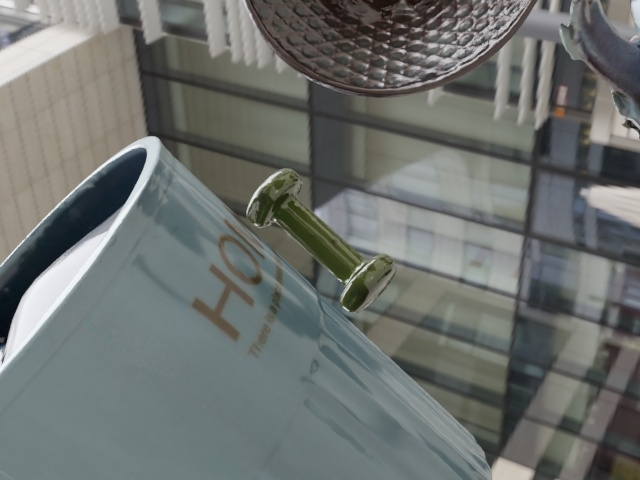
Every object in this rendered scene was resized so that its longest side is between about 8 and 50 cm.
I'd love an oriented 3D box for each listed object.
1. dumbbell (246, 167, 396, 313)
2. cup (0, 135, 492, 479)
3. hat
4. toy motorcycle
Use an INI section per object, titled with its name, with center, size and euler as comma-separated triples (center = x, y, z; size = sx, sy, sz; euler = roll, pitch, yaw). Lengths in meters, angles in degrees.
[dumbbell]
center = 0.000, 0.000, 0.687
size = 0.046, 0.118, 0.052
euler = -33, -20, -49
[cup]
center = -0.089, 0.132, 0.624
size = 0.311, 0.331, 0.256
euler = 43, -104, -20
[hat]
center = 0.048, -0.176, 0.584
size = 0.082, 0.193, 0.193
euler = 17, -90, -77
[toy motorcycle]
center = 0.345, -0.168, 0.841
size = 0.319, 0.241, 0.181
euler = 51, -149, -70
